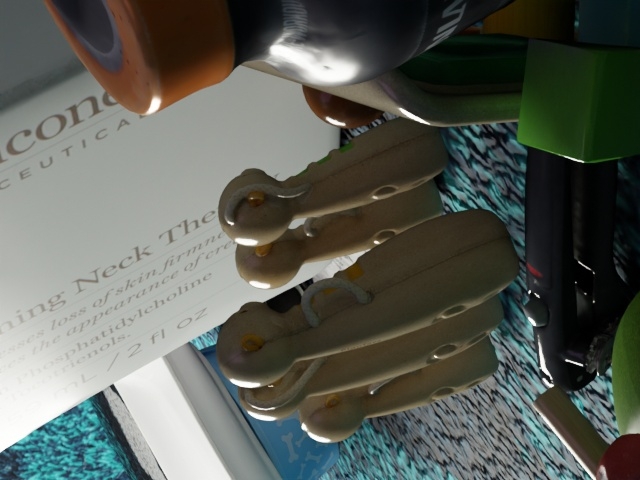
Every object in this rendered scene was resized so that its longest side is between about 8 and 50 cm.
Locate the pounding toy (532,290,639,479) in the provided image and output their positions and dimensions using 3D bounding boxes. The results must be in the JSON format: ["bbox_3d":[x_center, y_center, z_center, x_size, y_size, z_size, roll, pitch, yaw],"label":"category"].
[{"bbox_3d":[0.162,0.118,0.659,0.183,0.110,0.237,48,152,8],"label":"pounding toy"}]

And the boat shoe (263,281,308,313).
[{"bbox_3d":[-0.010,0.080,1.268,0.133,0.049,0.042,57,172,24],"label":"boat shoe"}]

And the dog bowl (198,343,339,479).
[{"bbox_3d":[-0.067,0.170,1.544,0.166,0.074,0.297,61,163,-4],"label":"dog bowl"}]

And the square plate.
[{"bbox_3d":[-0.088,0.231,1.492,0.344,0.049,0.347,58,163,8],"label":"square plate"}]

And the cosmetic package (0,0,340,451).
[{"bbox_3d":[-0.206,-0.117,1.017,0.327,0.329,0.393,53,163,24],"label":"cosmetic package"}]

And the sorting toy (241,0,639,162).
[{"bbox_3d":[0.068,-0.078,0.595,0.348,0.196,0.047,26,114,61],"label":"sorting toy"}]

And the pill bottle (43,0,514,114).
[{"bbox_3d":[0.031,-0.129,0.461,0.130,0.246,0.130,52,162,25],"label":"pill bottle"}]

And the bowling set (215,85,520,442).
[{"bbox_3d":[0.000,0.000,0.891,0.287,0.154,0.199,78,169,-69],"label":"bowling set"}]

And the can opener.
[{"bbox_3d":[0.116,0.004,0.752,0.073,0.059,0.186,34,154,32],"label":"can opener"}]
